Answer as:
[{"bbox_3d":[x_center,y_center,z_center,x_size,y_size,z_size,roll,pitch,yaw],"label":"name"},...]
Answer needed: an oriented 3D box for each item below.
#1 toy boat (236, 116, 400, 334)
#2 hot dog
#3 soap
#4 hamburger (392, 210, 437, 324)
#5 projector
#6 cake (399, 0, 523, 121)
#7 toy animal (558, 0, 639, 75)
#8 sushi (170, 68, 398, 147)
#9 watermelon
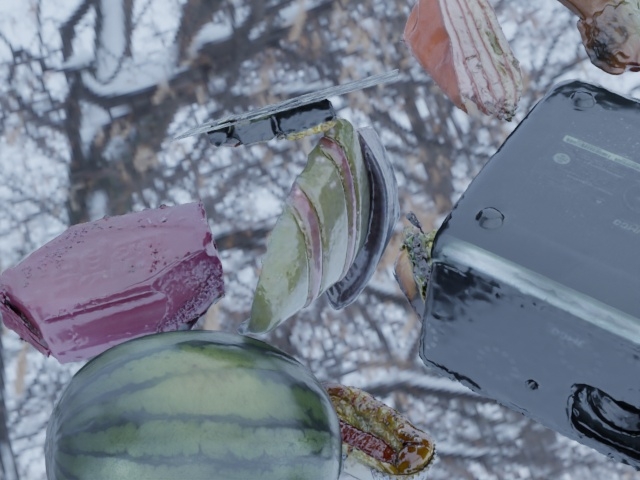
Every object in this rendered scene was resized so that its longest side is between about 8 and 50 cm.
[{"bbox_3d":[0.014,-0.022,1.653,0.111,0.276,0.293,16,12,20],"label":"toy boat"},{"bbox_3d":[0.048,0.260,1.692,0.131,0.253,0.069,-35,-50,-34],"label":"hot dog"},{"bbox_3d":[-0.271,0.059,1.642,0.289,0.182,0.112,-14,-53,-7],"label":"soap"},{"bbox_3d":[0.220,0.074,2.083,0.139,0.243,0.261,-34,-60,14],"label":"hamburger"},{"bbox_3d":[0.376,0.028,1.544,0.405,0.395,0.242,-48,-27,-38],"label":"projector"},{"bbox_3d":[0.191,-0.261,1.756,0.098,0.287,0.135,3,-37,-30],"label":"cake"},{"bbox_3d":[0.355,-0.337,1.685,0.157,0.312,0.097,-41,-24,-8],"label":"toy animal"},{"bbox_3d":[-0.034,-0.146,1.546,0.280,0.043,0.192,-15,10,7],"label":"sushi"},{"bbox_3d":[-0.129,0.240,1.438,0.360,0.278,0.279,5,-29,-18],"label":"watermelon"}]
